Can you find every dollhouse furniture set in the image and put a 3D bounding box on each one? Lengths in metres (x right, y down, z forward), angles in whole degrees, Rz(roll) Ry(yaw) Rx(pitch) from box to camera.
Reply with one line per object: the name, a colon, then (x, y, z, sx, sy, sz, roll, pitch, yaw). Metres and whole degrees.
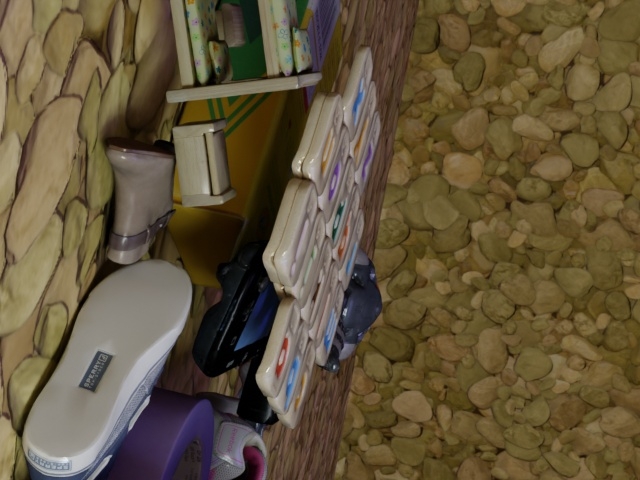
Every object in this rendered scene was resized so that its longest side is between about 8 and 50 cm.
dollhouse furniture set: (-0.041, -0.129, 0.912, 0.161, 0.101, 0.182, -47, 131, -75)

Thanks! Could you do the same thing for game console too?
game console: (-0.038, 0.061, 1.067, 0.361, 0.044, 0.213, -6, 112, -79)

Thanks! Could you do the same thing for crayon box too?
crayon box: (-0.060, -0.085, 1.103, 0.202, 0.081, 0.318, 83, 21, -68)

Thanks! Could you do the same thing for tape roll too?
tape roll: (-0.146, 0.203, 0.966, 0.189, 0.080, 0.189, 13, 90, -81)

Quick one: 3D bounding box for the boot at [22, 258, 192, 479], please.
boot: (-0.148, 0.100, 0.875, 0.086, 0.069, 0.190, 105, 12, -46)

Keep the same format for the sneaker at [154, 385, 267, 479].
sneaker: (-0.104, 0.222, 1.170, 0.252, 0.111, 0.103, 86, 18, -65)

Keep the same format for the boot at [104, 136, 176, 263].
boot: (-0.129, -0.026, 0.878, 0.118, 0.042, 0.087, -13, 123, -74)

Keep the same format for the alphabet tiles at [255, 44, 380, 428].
alphabet tiles: (0.000, 0.000, 0.997, 0.284, 0.021, 0.278, 75, 30, -70)

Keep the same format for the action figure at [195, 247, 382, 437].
action figure: (-0.017, 0.117, 1.433, 0.330, 0.179, 0.341, -21, 122, -69)
